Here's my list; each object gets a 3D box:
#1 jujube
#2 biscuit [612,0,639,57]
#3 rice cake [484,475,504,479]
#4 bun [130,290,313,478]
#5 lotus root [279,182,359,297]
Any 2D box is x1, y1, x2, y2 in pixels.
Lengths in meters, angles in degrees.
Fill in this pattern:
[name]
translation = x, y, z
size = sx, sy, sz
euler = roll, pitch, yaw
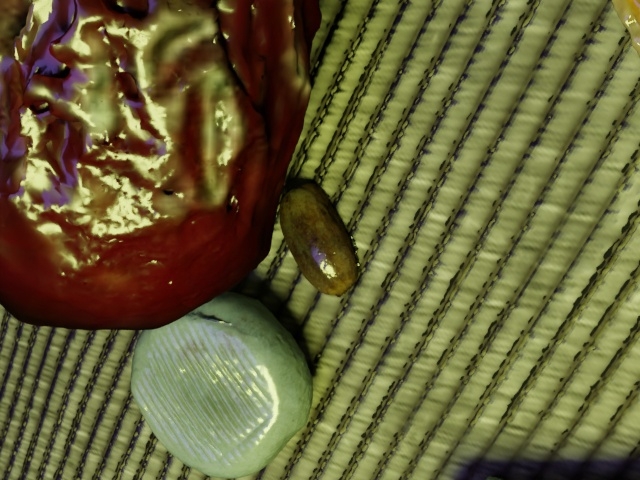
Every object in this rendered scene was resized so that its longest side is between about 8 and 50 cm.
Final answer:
[jujube]
translation = -0.111, -0.122, 0.663
size = 0.258, 0.258, 0.376
euler = 31, 117, 26
[biscuit]
translation = 0.203, -0.089, 0.543
size = 0.054, 0.094, 0.378
euler = -28, 87, 39
[rice cake]
translation = 0.165, 0.181, 0.673
size = 0.206, 0.069, 0.063
euler = -10, 95, 36
[bun]
translation = -0.069, 0.102, 0.813
size = 0.141, 0.083, 0.140
euler = 7, 105, 25
[lotus root]
translation = -0.001, 0.001, 0.762
size = 0.037, 0.030, 0.083
euler = -29, 86, 37
